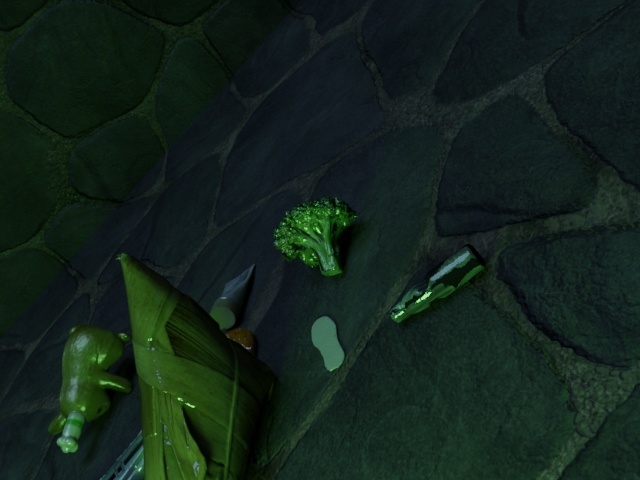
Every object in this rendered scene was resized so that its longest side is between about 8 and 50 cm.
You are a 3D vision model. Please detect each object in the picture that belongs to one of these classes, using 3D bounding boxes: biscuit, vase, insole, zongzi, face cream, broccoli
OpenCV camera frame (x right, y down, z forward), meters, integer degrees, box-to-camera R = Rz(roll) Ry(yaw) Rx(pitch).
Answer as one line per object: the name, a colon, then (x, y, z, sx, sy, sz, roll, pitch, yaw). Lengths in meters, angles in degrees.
biscuit: (-0.251, 0.315, 2.014, 0.254, 0.035, 0.254, -35, 28, 22)
vase: (0.218, 0.090, 1.598, 0.211, 0.060, 0.060, -39, 28, 17)
insole: (0.016, 0.218, 1.784, 0.065, 0.004, 0.197, -44, 27, 7)
zongzi: (-0.319, 0.341, 1.597, 0.218, 0.467, 0.500, -23, 36, 31)
face cream: (-0.233, 0.147, 2.208, 0.114, 0.070, 0.224, -35, 17, 22)
broccoli: (0.000, 0.000, 1.959, 0.220, 0.194, 0.194, -11, 24, -12)

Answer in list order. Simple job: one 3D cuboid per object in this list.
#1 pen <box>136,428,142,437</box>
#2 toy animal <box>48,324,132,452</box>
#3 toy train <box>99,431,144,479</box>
pen: (-0.392, 0.414, 2.092, 0.033, 0.033, 0.269, -1, 52, 55)
toy animal: (-0.648, 0.422, 2.335, 0.181, 0.180, 0.363, -23, 57, 51)
toy train: (-0.446, 0.560, 1.910, 0.407, 0.086, 0.088, -50, 26, -6)
